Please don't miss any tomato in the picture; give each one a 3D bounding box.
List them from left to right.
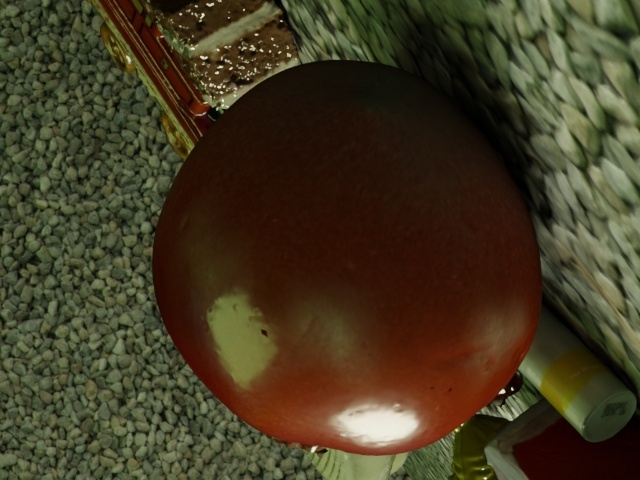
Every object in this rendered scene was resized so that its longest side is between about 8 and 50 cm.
[{"bbox_3d":[0.023,0.009,0.927,0.321,0.321,0.321,55,173,10],"label":"tomato"}]

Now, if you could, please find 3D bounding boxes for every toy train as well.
[{"bbox_3d":[-0.167,-0.259,1.501,0.369,0.163,0.231,57,165,-1],"label":"toy train"}]

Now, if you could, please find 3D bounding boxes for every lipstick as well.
[{"bbox_3d":[0.178,0.075,1.050,0.264,0.059,0.059,50,171,44],"label":"lipstick"}]

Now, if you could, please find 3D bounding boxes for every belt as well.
[{"bbox_3d":[0.277,0.264,1.031,0.324,0.115,0.227,50,169,30],"label":"belt"}]

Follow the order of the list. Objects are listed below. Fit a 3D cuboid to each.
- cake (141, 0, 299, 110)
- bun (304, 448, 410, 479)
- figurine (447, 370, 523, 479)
[{"bbox_3d":[-0.112,-0.236,1.307,0.135,0.134,0.147,50,164,54],"label":"cake"},{"bbox_3d":[0.060,0.310,2.266,0.365,0.219,0.365,53,156,36],"label":"bun"},{"bbox_3d":[0.166,0.185,1.249,0.315,0.187,0.168,65,161,-16],"label":"figurine"}]
